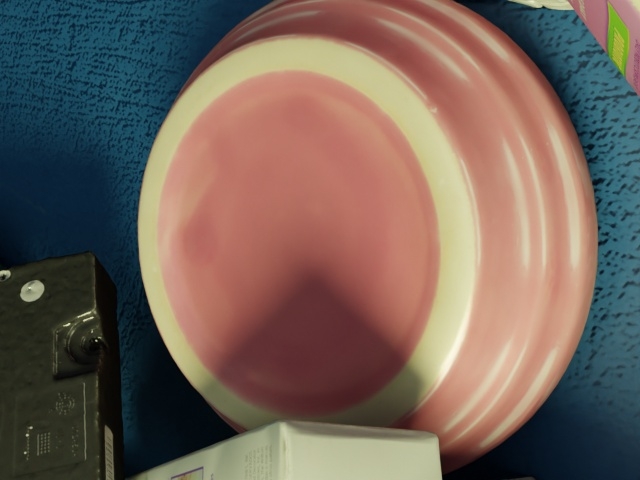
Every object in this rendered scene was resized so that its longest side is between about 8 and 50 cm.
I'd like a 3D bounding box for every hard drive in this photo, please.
[{"bbox_3d":[-0.303,0.150,0.556,0.339,0.064,0.236,-13,55,-1],"label":"hard drive"}]

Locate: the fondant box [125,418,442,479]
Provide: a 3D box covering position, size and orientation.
[{"bbox_3d":[-0.054,0.252,0.482,0.330,0.096,0.238,-34,52,52],"label":"fondant box"}]

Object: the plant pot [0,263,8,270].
[{"bbox_3d":[-0.406,0.126,0.758,0.272,0.272,0.255,39,100,25],"label":"plant pot"}]

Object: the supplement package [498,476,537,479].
[{"bbox_3d":[0.117,0.246,0.422,0.244,0.139,0.133,38,117,58],"label":"supplement package"}]

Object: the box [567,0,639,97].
[{"bbox_3d":[0.206,-0.174,0.357,0.214,0.117,0.243,-35,74,14],"label":"box"}]

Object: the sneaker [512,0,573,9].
[{"bbox_3d":[0.118,-0.176,0.486,0.158,0.061,0.064,16,97,31],"label":"sneaker"}]

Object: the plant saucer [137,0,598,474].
[{"bbox_3d":[0.000,0.000,0.531,0.332,0.084,0.331,4,97,33],"label":"plant saucer"}]
